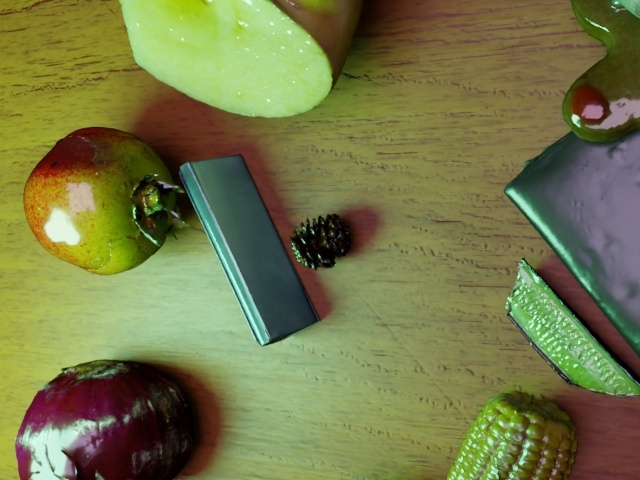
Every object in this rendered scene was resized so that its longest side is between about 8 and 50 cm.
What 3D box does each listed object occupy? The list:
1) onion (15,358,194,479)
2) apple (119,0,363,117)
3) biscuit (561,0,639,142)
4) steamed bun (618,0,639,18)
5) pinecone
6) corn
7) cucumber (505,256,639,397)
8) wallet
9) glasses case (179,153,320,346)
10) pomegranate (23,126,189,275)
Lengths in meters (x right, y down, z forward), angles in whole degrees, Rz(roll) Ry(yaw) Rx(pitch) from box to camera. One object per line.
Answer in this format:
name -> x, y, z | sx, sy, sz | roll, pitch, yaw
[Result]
onion -> -0.304, 0.282, 1.141 | 0.206, 0.206, 0.216 | -10, 89, 25
apple -> -0.091, -0.312, 0.993 | 0.308, 0.252, 0.314 | 19, 103, 11
biscuit -> 0.401, -0.172, 0.839 | 0.282, 0.064, 0.432 | -26, 76, 13
steamed bun -> 0.394, -0.389, 0.742 | 0.324, 0.219, 0.310 | -29, 70, 8
pinecone -> 0.000, 0.000, 1.060 | 0.083, 0.077, 0.077 | -43, 74, 3
corn -> 0.196, 0.345, 0.954 | 0.131, 0.131, 0.345 | 24, 103, 22
cucumber -> 0.296, 0.122, 0.944 | 0.220, 0.046, 0.070 | 49, 113, 17
wallet -> 0.387, 0.017, 0.890 | 0.197, 0.051, 0.378 | -42, 73, 21
glasses case -> -0.106, 0.014, 1.102 | 0.056, 0.105, 0.266 | -34, 77, 42
pomegranate -> -0.297, -0.052, 1.120 | 0.235, 0.210, 0.210 | 10, 97, 33
